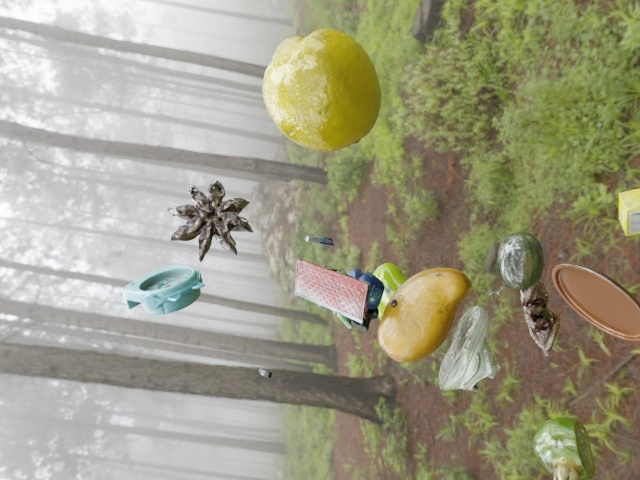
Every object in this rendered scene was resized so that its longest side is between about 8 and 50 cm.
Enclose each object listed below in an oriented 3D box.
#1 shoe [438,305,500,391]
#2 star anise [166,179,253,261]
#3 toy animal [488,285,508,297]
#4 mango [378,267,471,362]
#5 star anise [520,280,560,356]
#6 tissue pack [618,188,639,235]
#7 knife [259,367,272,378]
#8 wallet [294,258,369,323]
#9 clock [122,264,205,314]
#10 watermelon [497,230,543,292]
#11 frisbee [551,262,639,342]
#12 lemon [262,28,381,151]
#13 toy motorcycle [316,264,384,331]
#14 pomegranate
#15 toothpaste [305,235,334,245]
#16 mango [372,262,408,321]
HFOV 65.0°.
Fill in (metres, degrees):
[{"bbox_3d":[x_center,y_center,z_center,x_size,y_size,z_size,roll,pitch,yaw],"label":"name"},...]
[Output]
[{"bbox_3d":[0.466,0.341,1.484,0.124,0.159,0.316,-70,-3,-54],"label":"shoe"},{"bbox_3d":[-0.403,-0.081,1.844,0.117,0.332,0.331,120,161,-64],"label":"star anise"},{"bbox_3d":[0.661,0.195,1.856,0.084,0.028,0.050,-34,12,16],"label":"toy animal"},{"bbox_3d":[0.272,0.193,1.341,0.295,0.177,0.120,-52,-15,0],"label":"mango"},{"bbox_3d":[0.760,0.245,1.741,0.349,0.109,0.292,5,-113,-70],"label":"star anise"},{"bbox_3d":[0.781,-0.079,1.138,0.095,0.176,0.062,56,-150,-42],"label":"tissue pack"},{"bbox_3d":[-0.153,0.363,1.384,0.121,0.031,0.018,143,143,-77],"label":"knife"},{"bbox_3d":[0.023,0.117,1.190,0.020,0.196,0.103,-31,-48,-49],"label":"wallet"},{"bbox_3d":[-0.504,0.168,1.667,0.223,0.274,0.094,-30,-63,-41],"label":"clock"},{"bbox_3d":[0.360,0.038,0.902,0.078,0.078,0.110,-105,13,-82],"label":"watermelon"},{"bbox_3d":[0.663,0.145,1.192,0.021,0.251,0.251,-41,-4,-10],"label":"frisbee"},{"bbox_3d":[0.008,-0.414,1.409,0.348,0.348,0.348,-170,90,-87],"label":"lemon"},{"bbox_3d":[0.086,0.146,1.352,0.125,0.196,0.331,-67,-24,-17],"label":"toy motorcycle"},{"bbox_3d":[0.770,0.692,1.599,0.159,0.190,0.241,-23,43,32],"label":"pomegranate"},{"bbox_3d":[0.000,0.000,1.311,0.015,0.083,0.024,-50,46,39],"label":"toothpaste"},{"bbox_3d":[0.261,0.205,1.630,0.293,0.175,0.143,57,-163,27],"label":"mango"}]
